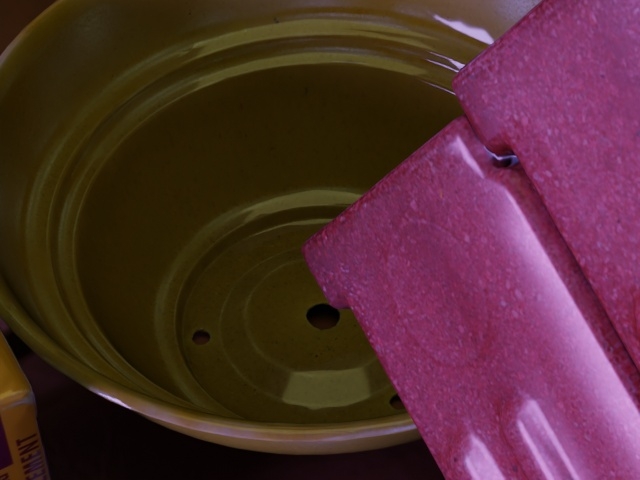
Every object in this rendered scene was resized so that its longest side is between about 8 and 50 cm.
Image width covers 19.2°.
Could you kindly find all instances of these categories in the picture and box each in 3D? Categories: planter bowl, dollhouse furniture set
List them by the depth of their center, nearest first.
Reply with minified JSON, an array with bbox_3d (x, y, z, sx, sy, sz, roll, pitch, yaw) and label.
[{"bbox_3d":[0.181,0.099,0.367,0.201,0.152,0.374,-19,74,-32],"label":"dollhouse furniture set"},{"bbox_3d":[0.000,0.000,0.598,0.217,0.090,0.217,-2,48,2],"label":"planter bowl"}]

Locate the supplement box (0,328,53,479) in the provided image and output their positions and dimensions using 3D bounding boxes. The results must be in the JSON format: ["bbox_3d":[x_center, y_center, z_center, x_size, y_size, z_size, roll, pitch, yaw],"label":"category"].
[{"bbox_3d":[-0.172,0.081,0.523,0.188,0.104,0.081,-24,52,-17],"label":"supplement box"}]
